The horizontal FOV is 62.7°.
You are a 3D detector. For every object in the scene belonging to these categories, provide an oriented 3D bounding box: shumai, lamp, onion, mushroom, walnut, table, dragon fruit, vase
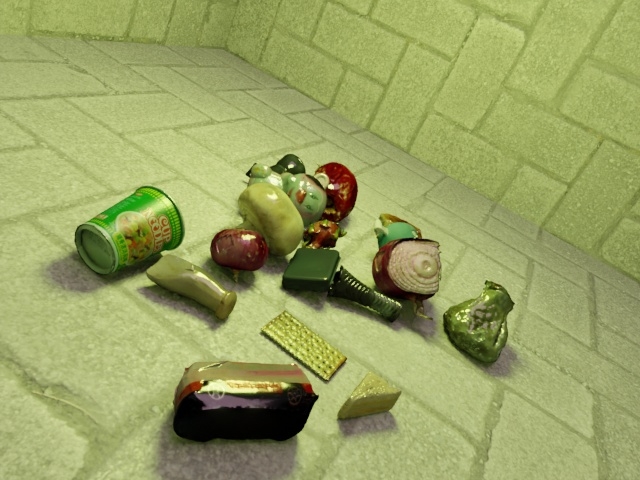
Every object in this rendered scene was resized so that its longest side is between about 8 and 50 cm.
[{"bbox_3d":[0.556,0.266,1.789,0.225,0.222,0.261,24,31,-8],"label":"shumai"},{"bbox_3d":[-0.180,-0.265,2.224,0.172,0.147,0.227,53,40,3],"label":"lamp"},{"bbox_3d":[-0.246,0.032,1.596,0.177,0.154,0.177,11,24,-5],"label":"onion"},{"bbox_3d":[-0.340,0.119,1.417,0.246,0.096,0.108,29,1,0],"label":"mushroom"},{"bbox_3d":[0.028,-0.198,2.199,0.243,0.222,0.269,-1,26,19],"label":"walnut"},{"bbox_3d":[0.014,-0.320,2.526,0.083,0.079,0.062,39,28,29],"label":"table"},{"bbox_3d":[-0.193,-0.056,1.738,0.234,0.254,0.260,-36,53,-19],"label":"mushroom"},{"bbox_3d":[0.301,0.113,1.844,0.256,0.272,0.230,32,-18,-2],"label":"onion"},{"bbox_3d":[0.000,0.000,1.916,0.142,0.138,0.175,-2,43,38],"label":"dragon fruit"},{"bbox_3d":[-0.127,-0.157,2.010,0.301,0.247,0.247,14,-13,1],"label":"lamp"},{"bbox_3d":[0.149,0.182,1.720,0.237,0.115,0.115,26,26,-6],"label":"vase"}]

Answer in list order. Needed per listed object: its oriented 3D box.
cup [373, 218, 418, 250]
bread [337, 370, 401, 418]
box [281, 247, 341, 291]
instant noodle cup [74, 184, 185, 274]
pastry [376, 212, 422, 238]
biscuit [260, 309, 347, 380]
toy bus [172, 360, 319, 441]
[{"bbox_3d":[0.304,0.042,2.041,0.299,0.167,0.173,44,26,-23],"label":"cup"},{"bbox_3d":[0.124,0.408,1.312,0.105,0.077,0.152,32,29,15],"label":"bread"},{"bbox_3d":[-0.026,0.092,1.725,0.160,0.050,0.230,3,25,11],"label":"box"},{"bbox_3d":[-0.523,-0.018,1.422,0.207,0.207,0.232,32,36,13],"label":"instant noodle cup"},{"bbox_3d":[0.331,-0.036,2.265,0.218,0.100,0.229,34,26,17],"label":"pastry"},{"bbox_3d":[-0.043,0.287,1.453,0.231,0.016,0.139,34,28,16],"label":"biscuit"},{"bbox_3d":[-0.164,0.343,1.129,0.302,0.128,0.147,10,25,-25],"label":"toy bus"}]
